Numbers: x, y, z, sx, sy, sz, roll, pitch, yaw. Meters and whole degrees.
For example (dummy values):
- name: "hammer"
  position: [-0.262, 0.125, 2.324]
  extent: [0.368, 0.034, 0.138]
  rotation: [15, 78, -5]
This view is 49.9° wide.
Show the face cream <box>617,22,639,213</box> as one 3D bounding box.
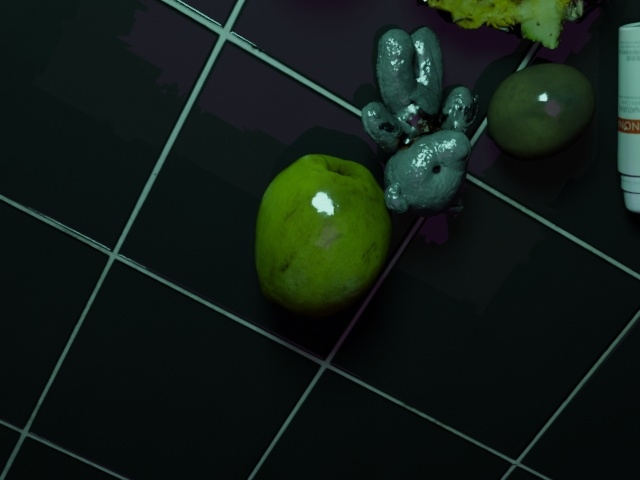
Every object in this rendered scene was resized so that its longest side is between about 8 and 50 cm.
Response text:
- name: "face cream"
  position: [0.588, -0.212, 1.240]
  extent: [0.101, 0.102, 0.346]
  rotation: [-7, 108, 4]

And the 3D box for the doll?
- name: "doll"
  position: [0.186, -0.201, 1.200]
  extent: [0.245, 0.158, 0.341]
  rotation: [-9, 105, -35]

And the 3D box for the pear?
- name: "pear"
  position: [0.000, 0.000, 1.256]
  extent: [0.252, 0.253, 0.307]
  rotation: [18, 110, -5]

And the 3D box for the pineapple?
- name: "pineapple"
  position: [0.335, -0.479, 1.138]
  extent: [0.344, 0.209, 0.286]
  rotation: [-13, 140, 31]

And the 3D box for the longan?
- name: "longan"
  position: [0.386, -0.226, 1.206]
  extent: [0.189, 0.189, 0.189]
  rotation: [0, 110, 1]
